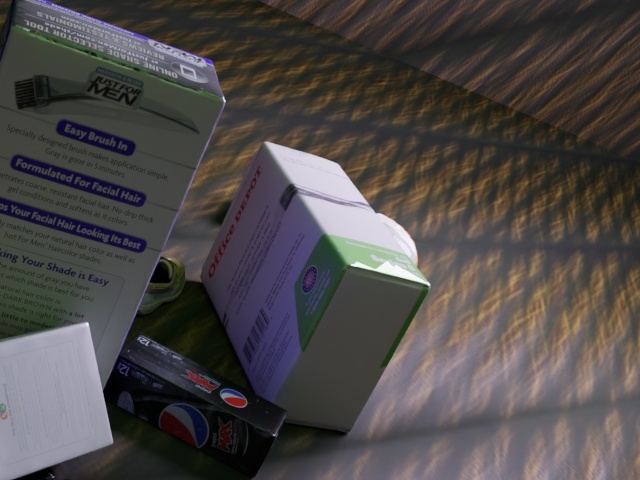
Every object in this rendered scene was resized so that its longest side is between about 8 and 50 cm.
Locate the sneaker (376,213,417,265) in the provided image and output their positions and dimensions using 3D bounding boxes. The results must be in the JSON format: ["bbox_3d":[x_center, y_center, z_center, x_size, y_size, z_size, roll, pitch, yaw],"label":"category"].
[{"bbox_3d":[0.000,0.000,1.666,0.262,0.099,0.121,25,28,16],"label":"sneaker"}]

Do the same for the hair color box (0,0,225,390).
[{"bbox_3d":[-0.234,-0.024,1.098,0.185,0.339,0.110,18,24,-20],"label":"hair color box"}]

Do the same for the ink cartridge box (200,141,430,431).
[{"bbox_3d":[-0.017,0.046,1.377,0.114,0.198,0.273,14,25,-30],"label":"ink cartridge box"}]

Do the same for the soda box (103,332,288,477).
[{"bbox_3d":[-0.121,0.158,1.202,0.168,0.053,0.060,27,22,3],"label":"soda box"}]

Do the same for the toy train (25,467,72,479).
[{"bbox_3d":[-0.172,0.233,1.012,0.158,0.027,0.036,27,25,3],"label":"toy train"}]

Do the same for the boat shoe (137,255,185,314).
[{"bbox_3d":[-0.181,0.043,1.406,0.050,0.045,0.135,28,22,3],"label":"boat shoe"}]

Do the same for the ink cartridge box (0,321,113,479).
[{"bbox_3d":[-0.269,0.138,0.991,0.062,0.109,0.209,-11,1,36],"label":"ink cartridge box"}]
